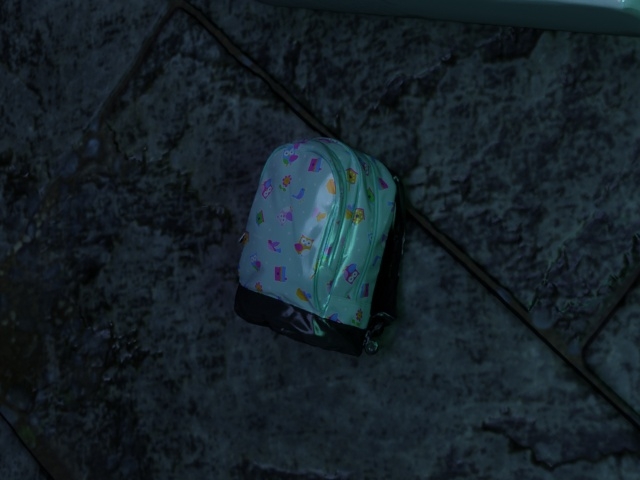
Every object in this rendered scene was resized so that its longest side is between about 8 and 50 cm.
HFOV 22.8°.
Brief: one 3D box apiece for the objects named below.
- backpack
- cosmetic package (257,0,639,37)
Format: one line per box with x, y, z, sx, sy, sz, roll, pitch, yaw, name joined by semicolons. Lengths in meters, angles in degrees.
0.000;0.000;1.431;0.152;0.115;0.182;18;93;36;backpack
0.105;-0.311;1.362;0.453;0.161;0.230;11;91;34;cosmetic package
